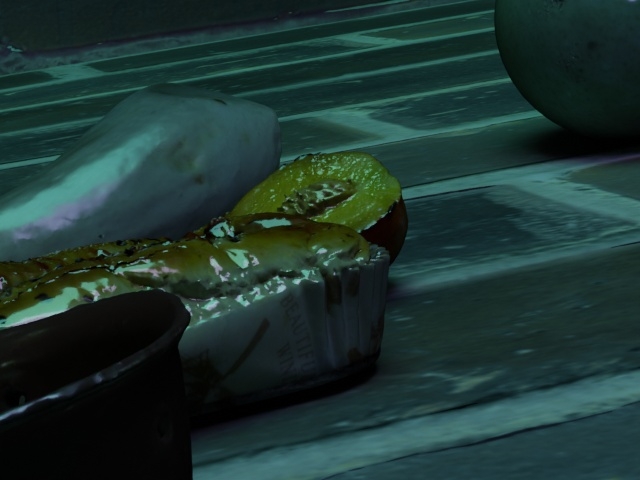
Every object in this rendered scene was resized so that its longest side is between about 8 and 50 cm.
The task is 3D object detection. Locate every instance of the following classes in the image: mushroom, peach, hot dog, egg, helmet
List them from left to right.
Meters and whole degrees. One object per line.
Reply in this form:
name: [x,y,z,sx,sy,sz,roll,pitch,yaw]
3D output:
helmet: [-0.104,0.083,0.469,0.175,0.106,0.155,-4,12,37]
hot dog: [-0.100,0.039,0.785,0.268,0.075,0.144,-15,13,-25]
mushroom: [-0.125,-0.015,1.023,0.118,0.103,0.270,2,20,42]
peach: [0.001,0.000,0.954,0.098,0.061,0.098,-16,31,10]
egg: [0.205,-0.154,1.313,0.169,0.169,0.236,-8,10,-1]
